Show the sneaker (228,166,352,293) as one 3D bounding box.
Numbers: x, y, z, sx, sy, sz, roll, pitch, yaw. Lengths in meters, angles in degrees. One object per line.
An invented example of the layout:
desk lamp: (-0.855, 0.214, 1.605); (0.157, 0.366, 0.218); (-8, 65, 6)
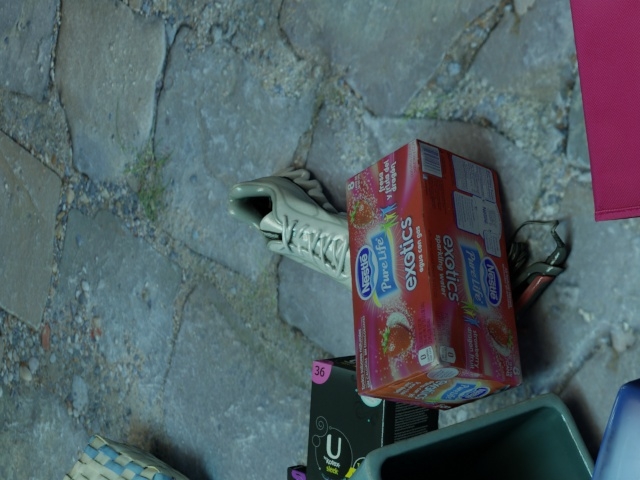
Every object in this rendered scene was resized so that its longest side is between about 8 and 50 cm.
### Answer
sneaker: (0.000, 0.000, 1.340); (0.292, 0.118, 0.110); (31, 111, 38)

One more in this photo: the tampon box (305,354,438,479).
tampon box: (0.061, 0.225, 1.297); (0.120, 0.101, 0.160); (7, 96, 44)

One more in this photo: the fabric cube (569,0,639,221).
fabric cube: (0.372, -0.161, 0.863); (0.254, 0.259, 0.258); (-10, 87, 44)

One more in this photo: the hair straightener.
hair straightener: (0.187, 0.058, 1.202); (0.089, 0.047, 0.230); (51, 125, 30)

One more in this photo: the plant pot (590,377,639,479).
plant pot: (0.360, 0.252, 0.909); (0.212, 0.236, 0.235); (21, 102, 39)

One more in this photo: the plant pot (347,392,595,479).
plant pot: (0.145, 0.339, 1.136); (0.247, 0.247, 0.252); (67, 149, 19)

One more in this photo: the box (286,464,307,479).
box: (0.017, 0.362, 1.401); (0.162, 0.029, 0.116); (8, 97, 43)

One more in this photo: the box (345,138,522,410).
box: (0.117, 0.040, 1.169); (0.123, 0.128, 0.256); (-30, 54, 44)

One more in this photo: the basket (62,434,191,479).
basket: (-0.295, 0.449, 1.573); (0.255, 0.201, 0.288); (19, 74, 44)
